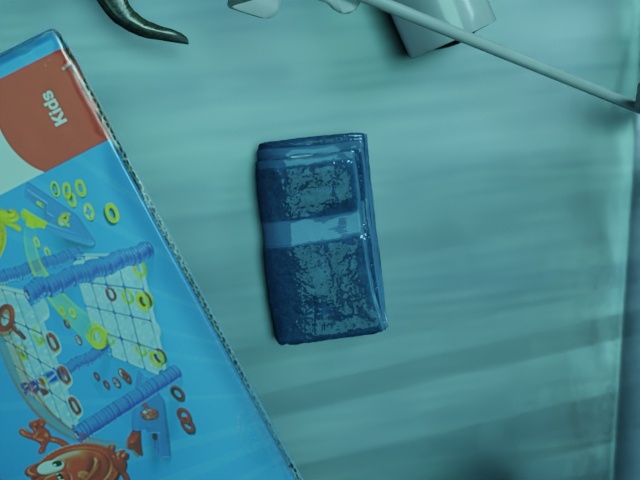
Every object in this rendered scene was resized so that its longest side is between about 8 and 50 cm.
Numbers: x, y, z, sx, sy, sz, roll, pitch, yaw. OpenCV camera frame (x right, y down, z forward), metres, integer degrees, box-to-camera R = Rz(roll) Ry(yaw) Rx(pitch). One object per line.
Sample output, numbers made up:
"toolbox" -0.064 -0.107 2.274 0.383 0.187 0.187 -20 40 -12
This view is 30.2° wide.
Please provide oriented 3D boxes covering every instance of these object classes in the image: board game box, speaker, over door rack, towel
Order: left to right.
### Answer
"board game box" -0.075 0.074 0.529 0.086 0.308 0.301 -29 97 -7
"towel" 0.000 0.000 0.680 0.067 0.029 0.119 -7 94 -10
"speaker" 0.049 -0.173 0.667 0.055 0.055 0.136 -26 97 -9
"over door rack" 0.132 -0.198 0.617 0.324 0.108 0.239 12 81 -22

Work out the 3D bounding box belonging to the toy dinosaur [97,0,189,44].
"toy dinosaur" -0.150 -0.240 0.587 0.121 0.160 0.313 -39 116 22
